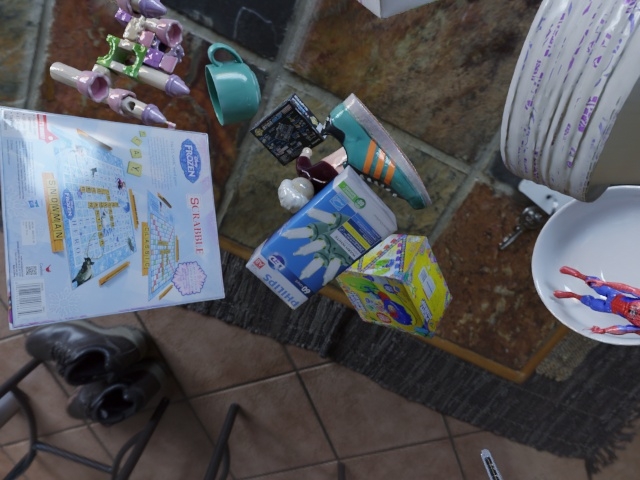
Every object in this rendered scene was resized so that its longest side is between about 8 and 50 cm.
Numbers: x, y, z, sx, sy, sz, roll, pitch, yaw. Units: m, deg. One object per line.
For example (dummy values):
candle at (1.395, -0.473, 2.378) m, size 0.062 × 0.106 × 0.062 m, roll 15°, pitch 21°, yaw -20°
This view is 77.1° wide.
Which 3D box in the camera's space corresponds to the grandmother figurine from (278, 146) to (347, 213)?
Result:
grandmother figurine at (0.020, -0.180, 1.058) m, size 0.207 × 0.342 × 0.104 m, roll 34°, pitch 144°, yaw 26°

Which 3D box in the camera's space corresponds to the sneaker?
sneaker at (0.125, -0.173, 0.905) m, size 0.121 × 0.108 × 0.302 m, roll -38°, pitch 99°, yaw 20°

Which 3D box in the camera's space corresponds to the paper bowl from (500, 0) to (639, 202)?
paper bowl at (0.312, -0.168, 0.372) m, size 0.148 × 0.284 × 0.284 m, roll 35°, pitch 117°, yaw 35°

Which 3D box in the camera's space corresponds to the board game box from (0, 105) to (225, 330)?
board game box at (-0.334, -0.037, 0.674) m, size 0.065 × 0.317 × 0.319 m, roll -13°, pitch 82°, yaw 50°

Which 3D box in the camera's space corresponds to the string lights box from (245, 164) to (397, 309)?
string lights box at (0.000, 0.000, 0.751) m, size 0.259 × 0.077 × 0.133 m, roll -40°, pitch 104°, yaw 21°

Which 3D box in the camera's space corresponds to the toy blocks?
toy blocks at (-0.432, -0.435, 1.032) m, size 0.260 × 0.309 × 0.289 m, roll 23°, pitch 89°, yaw 7°

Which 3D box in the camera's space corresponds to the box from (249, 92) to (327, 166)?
box at (-0.108, -0.367, 1.359) m, size 0.220 × 0.051 × 0.175 m, roll -22°, pitch 124°, yaw 42°

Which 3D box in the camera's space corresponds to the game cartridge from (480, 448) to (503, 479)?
game cartridge at (0.254, 0.347, 0.568) m, size 0.017 × 0.083 × 0.056 m, roll -23°, pitch 100°, yaw 10°

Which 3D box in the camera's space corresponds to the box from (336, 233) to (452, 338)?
box at (0.232, 0.138, 1.310) m, size 0.279 × 0.177 × 0.290 m, roll 6°, pitch 138°, yaw 44°

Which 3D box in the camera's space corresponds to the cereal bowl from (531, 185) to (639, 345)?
cereal bowl at (0.662, 0.057, 0.873) m, size 0.141 × 0.339 × 0.339 m, roll 9°, pitch 117°, yaw -35°

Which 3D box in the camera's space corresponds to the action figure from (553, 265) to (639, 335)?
action figure at (0.539, 0.116, 0.793) m, size 0.139 × 0.280 × 0.092 m, roll 7°, pitch 98°, yaw -6°

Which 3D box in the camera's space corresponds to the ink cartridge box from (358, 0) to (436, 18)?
ink cartridge box at (0.211, -0.825, 1.246) m, size 0.207 × 0.354 × 0.119 m, roll -19°, pitch 137°, yaw -2°

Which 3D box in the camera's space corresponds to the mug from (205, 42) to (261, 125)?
mug at (-0.190, -0.339, 0.891) m, size 0.097 × 0.158 × 0.130 m, roll -18°, pitch 77°, yaw -16°
